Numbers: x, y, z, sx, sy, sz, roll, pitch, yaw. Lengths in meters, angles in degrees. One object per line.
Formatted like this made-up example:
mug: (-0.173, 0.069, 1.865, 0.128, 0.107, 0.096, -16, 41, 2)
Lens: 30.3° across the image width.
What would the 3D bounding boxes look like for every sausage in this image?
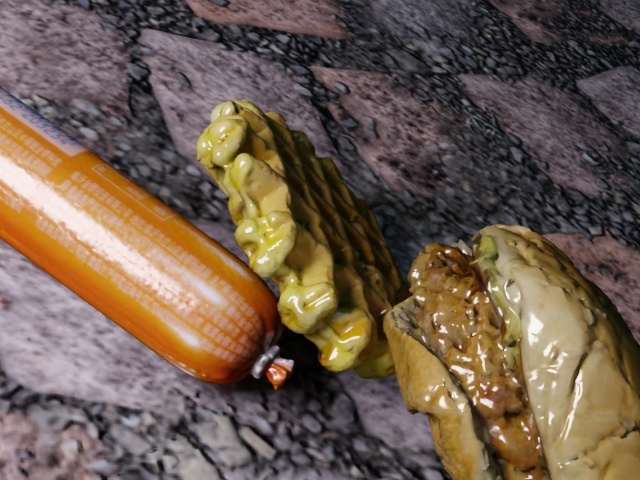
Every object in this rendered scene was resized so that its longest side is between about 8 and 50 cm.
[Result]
sausage: (-0.145, 0.003, 0.832, 0.312, 0.093, 0.093, 35, 35, 10)

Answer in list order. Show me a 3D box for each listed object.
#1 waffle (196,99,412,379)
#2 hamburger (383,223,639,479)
waffle: (0.001, -0.001, 0.889, 0.249, 0.056, 0.253, 60, 14, 21)
hamburger: (0.158, 0.120, 0.742, 0.283, 0.144, 0.259, 48, 15, -14)
